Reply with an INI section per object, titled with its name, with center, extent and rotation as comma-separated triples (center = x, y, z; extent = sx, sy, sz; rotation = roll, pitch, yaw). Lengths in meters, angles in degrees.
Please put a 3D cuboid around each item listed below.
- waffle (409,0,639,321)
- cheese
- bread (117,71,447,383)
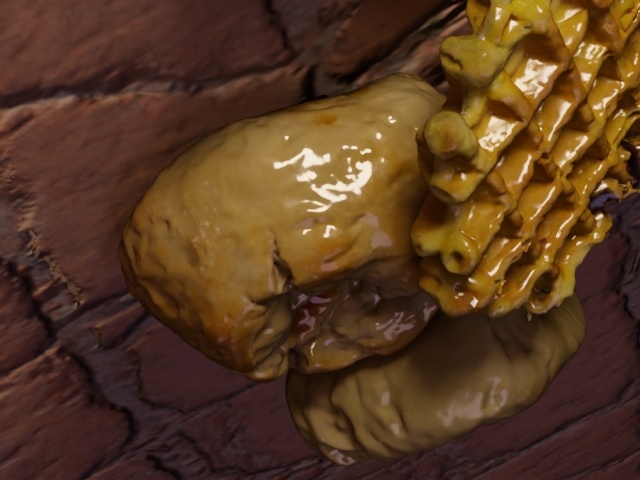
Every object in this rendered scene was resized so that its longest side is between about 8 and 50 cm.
[waffle]
center = 0.154, -0.086, 1.170
extent = 0.309, 0.065, 0.283
rotation = -18, 126, -43
[cheese]
center = 0.075, 0.077, 1.376
extent = 0.214, 0.117, 0.226
rotation = -25, -171, 34
[bread]
center = 0.000, 0.000, 1.225
extent = 0.244, 0.134, 0.244
rotation = -21, 155, -10
